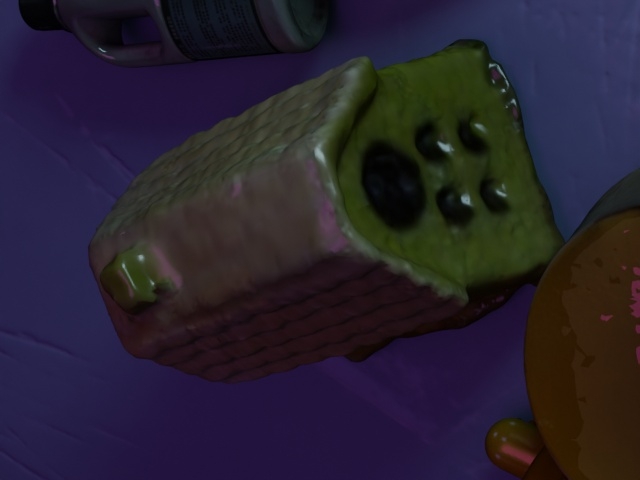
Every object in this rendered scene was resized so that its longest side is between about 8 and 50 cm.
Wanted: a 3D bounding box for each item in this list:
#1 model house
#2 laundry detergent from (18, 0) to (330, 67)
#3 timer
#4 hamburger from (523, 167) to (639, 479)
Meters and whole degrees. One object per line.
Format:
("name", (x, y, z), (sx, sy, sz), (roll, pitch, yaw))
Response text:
("model house", (0.000, 0.000, 0.917), (0.193, 0.234, 0.174), (-21, 92, 36))
("laundry detergent", (-0.105, -0.164, 1.033), (0.226, 0.070, 0.099), (-2, 109, 31))
("timer", (0.135, 0.166, 0.958), (0.109, 0.107, 0.107), (23, 114, 22))
("hamburger", (0.254, 0.058, 0.834), (0.295, 0.151, 0.227), (-1, 97, 39))
